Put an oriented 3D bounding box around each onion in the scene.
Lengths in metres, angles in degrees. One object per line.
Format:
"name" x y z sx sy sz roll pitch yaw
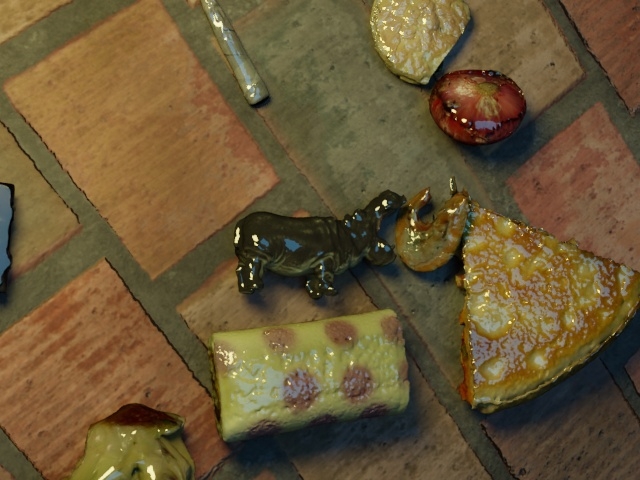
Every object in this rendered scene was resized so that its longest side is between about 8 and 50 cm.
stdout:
"onion" 0.290 -0.235 1.676 0.183 0.184 0.147 -21 137 -19

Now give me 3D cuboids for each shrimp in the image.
"shrimp" 0.202 -0.034 1.642 0.132 0.051 0.188 31 98 17

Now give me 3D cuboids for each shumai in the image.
"shumai" -0.300 0.406 1.391 0.345 0.217 0.283 18 82 -16

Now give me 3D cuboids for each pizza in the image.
"pizza" 0.376 0.078 1.709 0.439 0.130 0.406 -33 87 -12

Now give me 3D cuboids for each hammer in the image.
"hammer" -0.195 -0.433 1.554 0.152 0.044 0.427 -33 99 -17

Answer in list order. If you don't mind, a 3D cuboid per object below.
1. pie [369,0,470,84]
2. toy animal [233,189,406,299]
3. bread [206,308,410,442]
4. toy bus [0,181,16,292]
"pie" 0.181 -0.410 1.685 0.185 0.052 0.218 39 78 -16
"toy animal" 0.008 0.015 1.580 0.343 0.106 0.169 -10 84 -26
"bread" -0.021 0.227 1.531 0.338 0.155 0.187 -5 85 -20
"toy bus" -0.510 -0.004 1.406 0.057 0.072 0.172 4 88 -18
